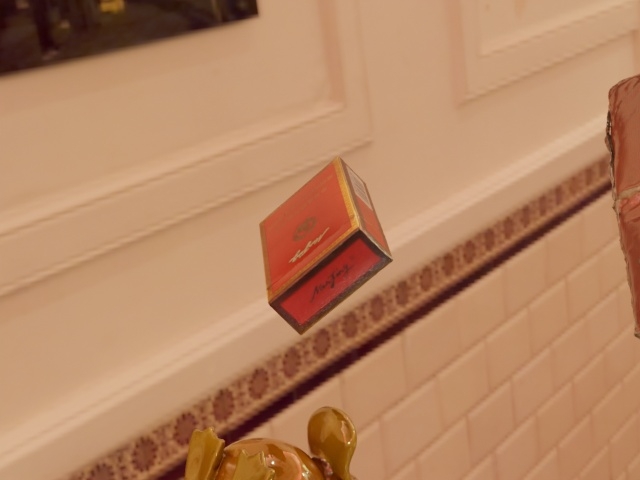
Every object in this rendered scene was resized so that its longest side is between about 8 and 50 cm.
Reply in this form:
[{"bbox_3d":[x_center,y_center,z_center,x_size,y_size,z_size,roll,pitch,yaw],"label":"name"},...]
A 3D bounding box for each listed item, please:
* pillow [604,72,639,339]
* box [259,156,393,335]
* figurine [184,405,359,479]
[{"bbox_3d":[0.243,-0.038,0.690,0.126,0.043,0.232,-19,42,26],"label":"pillow"},{"bbox_3d":[0.001,0.001,1.422,0.153,0.074,0.239,-36,23,11],"label":"box"},{"bbox_3d":[-0.038,0.313,1.347,0.228,0.215,0.215,-8,14,-36],"label":"figurine"}]
